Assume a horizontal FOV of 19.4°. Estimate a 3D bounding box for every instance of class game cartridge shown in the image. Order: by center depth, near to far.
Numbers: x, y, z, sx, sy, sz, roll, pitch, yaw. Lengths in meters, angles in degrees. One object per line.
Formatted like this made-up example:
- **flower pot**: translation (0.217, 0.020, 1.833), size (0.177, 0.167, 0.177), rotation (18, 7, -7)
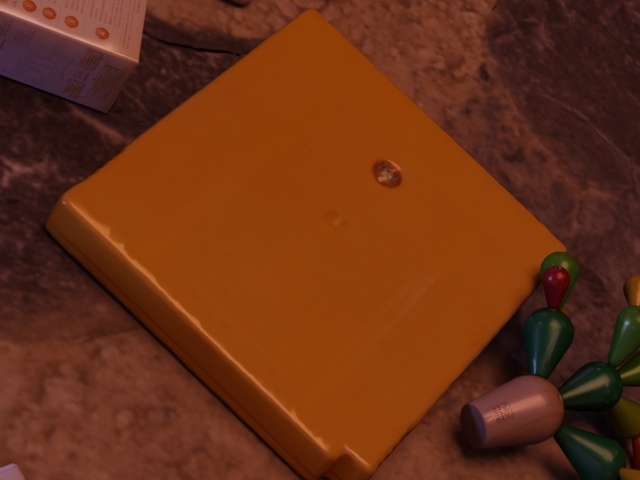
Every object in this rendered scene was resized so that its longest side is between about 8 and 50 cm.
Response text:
- **game cartridge**: translation (0.000, 0.000, 1.367), size (0.285, 0.053, 0.323), rotation (44, 47, 4)

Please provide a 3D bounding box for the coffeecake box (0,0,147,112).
- **coffeecake box**: translation (-0.221, -0.193, 1.354), size (0.185, 0.068, 0.142), rotation (20, 50, -20)

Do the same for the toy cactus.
- **toy cactus**: translation (0.190, 0.115, 1.357), size (0.180, 0.112, 0.219), rotation (-14, 85, -29)

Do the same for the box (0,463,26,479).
- **box**: translation (-0.181, 0.231, 1.005), size (0.091, 0.130, 0.170), rotation (-18, 68, -40)

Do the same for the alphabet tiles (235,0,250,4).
- **alphabet tiles**: translation (-0.096, -0.319, 1.567), size (0.278, 0.021, 0.284), rotation (22, 47, -14)
